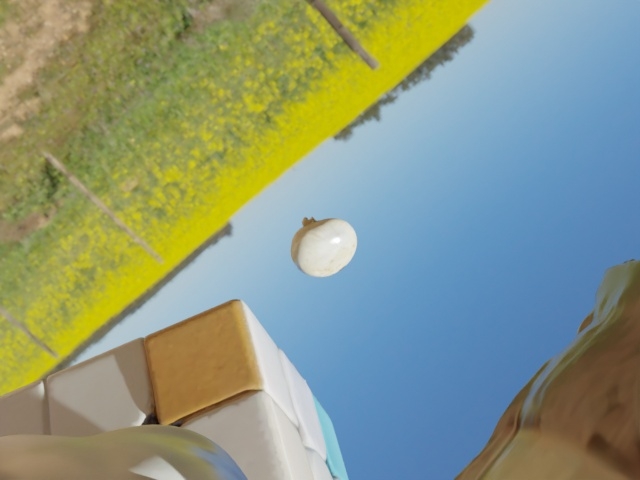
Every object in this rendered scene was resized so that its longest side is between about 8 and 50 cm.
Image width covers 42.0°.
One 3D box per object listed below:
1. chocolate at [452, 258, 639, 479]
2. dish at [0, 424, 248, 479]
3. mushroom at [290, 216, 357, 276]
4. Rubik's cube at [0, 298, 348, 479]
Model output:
[{"bbox_3d":[0.160,0.163,0.355,0.186,0.284,0.283,-38,-174,0],"label":"chocolate"},{"bbox_3d":[-0.079,0.163,0.337,0.229,0.229,0.081,-47,173,-43],"label":"dish"},{"bbox_3d":[0.000,0.000,1.032,0.085,0.085,0.079,-40,-136,12],"label":"mushroom"},{"bbox_3d":[-0.140,0.329,0.872,0.344,0.347,0.347,-23,-129,3],"label":"Rubik's cube"}]
